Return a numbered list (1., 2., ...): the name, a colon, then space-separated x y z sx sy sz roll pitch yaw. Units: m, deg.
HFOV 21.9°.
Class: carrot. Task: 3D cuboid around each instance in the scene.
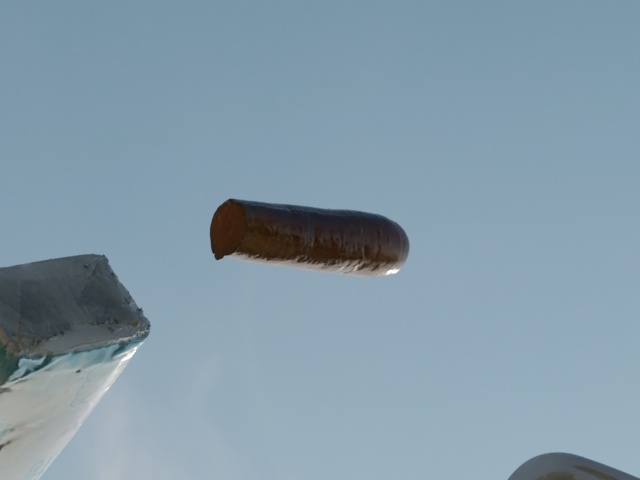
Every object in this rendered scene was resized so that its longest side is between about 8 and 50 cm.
1. carrot: 0.000 0.000 1.558 0.067 0.225 0.067 -7 -100 48

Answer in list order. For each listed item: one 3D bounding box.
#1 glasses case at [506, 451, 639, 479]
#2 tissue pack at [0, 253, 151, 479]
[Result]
1. glasses case: 0.184 0.176 0.880 0.197 0.076 0.049 25 -34 24
2. tissue pack: -0.316 0.145 1.624 0.271 0.201 0.124 -51 -118 31
